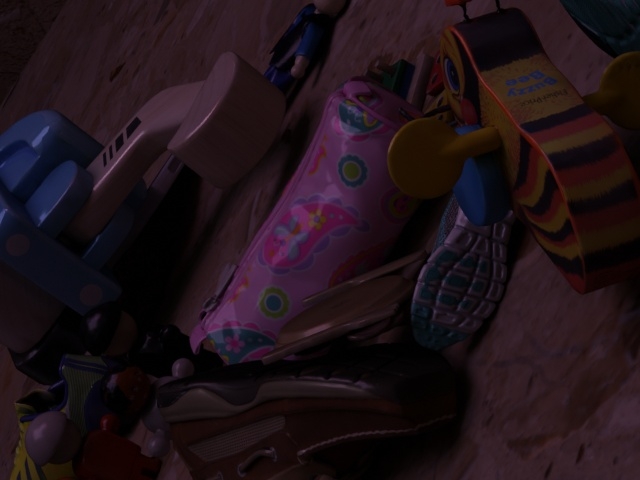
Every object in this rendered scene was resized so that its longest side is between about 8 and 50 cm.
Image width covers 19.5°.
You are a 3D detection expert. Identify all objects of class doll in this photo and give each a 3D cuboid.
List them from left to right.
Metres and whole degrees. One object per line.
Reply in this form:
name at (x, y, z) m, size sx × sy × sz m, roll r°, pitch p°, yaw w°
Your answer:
doll at (-0.031, -0.208, 2.076) m, size 0.189 × 0.046 × 0.129 m, roll -51°, pitch 17°, yaw 19°

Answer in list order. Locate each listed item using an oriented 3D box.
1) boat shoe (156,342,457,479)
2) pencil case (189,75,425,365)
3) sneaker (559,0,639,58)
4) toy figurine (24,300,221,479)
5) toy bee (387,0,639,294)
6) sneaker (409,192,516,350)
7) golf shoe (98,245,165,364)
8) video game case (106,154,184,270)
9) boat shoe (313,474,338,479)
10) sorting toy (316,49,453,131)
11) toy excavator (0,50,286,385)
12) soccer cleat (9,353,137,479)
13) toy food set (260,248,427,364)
boat shoe at (-0.007, 0.152, 1.467) m, size 0.324 × 0.123 × 0.120 m, roll -11°, pitch 91°, yaw 55°
pencil case at (0.000, 0.000, 1.611) m, size 0.284 × 0.124 × 0.124 m, roll -58°, pitch 20°, yaw 18°
sneaker at (0.246, -0.177, 1.280) m, size 0.098 × 0.083 × 0.224 m, roll -42°, pitch 18°, yaw -9°
toy figurine at (-0.196, 0.187, 1.852) m, size 0.213 × 0.148 × 0.209 m, roll -59°, pitch 19°, yaw 14°
toy bee at (0.119, -0.091, 1.265) m, size 0.195 × 0.162 × 0.298 m, roll -31°, pitch 36°, yaw -30°
sneaker at (0.112, 0.008, 1.414) m, size 0.076 × 0.065 × 0.166 m, roll 124°, pitch 171°, yaw -78°
golf shoe at (-0.239, 0.091, 2.218) m, size 0.086 × 0.067 × 0.186 m, roll -40°, pitch 30°, yaw 50°
video game case at (-0.225, -0.031, 2.334) m, size 0.212 × 0.023 × 0.193 m, roll -53°, pitch 6°, yaw 30°
boat shoe at (0.006, 0.317, 1.207) m, size 0.121 × 0.110 × 0.341 m, roll 106°, pitch 174°, yaw -59°
sorting toy at (0.045, -0.106, 1.738) m, size 0.274 × 0.046 × 0.132 m, roll -29°, pitch 40°, yaw 60°
toy excavator at (-0.265, -0.061, 2.120) m, size 0.445 × 0.222 × 0.433 m, roll -52°, pitch 28°, yaw 3°
soccer cleat at (-0.311, 0.220, 2.164) m, size 0.289 × 0.121 × 0.093 m, roll -48°, pitch 25°, yaw 41°
toy food set at (0.027, 0.065, 1.466) m, size 0.132 × 0.038 × 0.192 m, roll -22°, pitch 8°, yaw 15°
